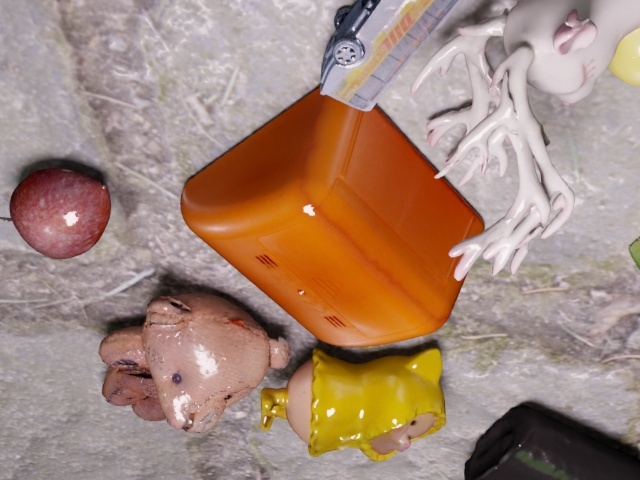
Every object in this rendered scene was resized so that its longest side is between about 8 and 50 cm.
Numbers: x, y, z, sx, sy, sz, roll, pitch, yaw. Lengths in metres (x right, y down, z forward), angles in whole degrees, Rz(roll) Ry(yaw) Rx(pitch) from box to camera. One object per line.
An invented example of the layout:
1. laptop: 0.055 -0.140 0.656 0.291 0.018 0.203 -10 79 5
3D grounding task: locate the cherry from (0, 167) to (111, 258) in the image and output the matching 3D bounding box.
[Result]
1. cherry: -0.328 -0.014 1.017 0.225 0.090 0.107 -24 125 28

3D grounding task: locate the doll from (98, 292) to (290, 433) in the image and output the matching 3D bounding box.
1. doll: -0.186 0.188 1.133 0.201 0.156 0.303 23 137 -25

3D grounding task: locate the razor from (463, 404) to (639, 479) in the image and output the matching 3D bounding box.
1. razor: 0.361 0.345 1.198 0.327 0.107 0.189 27 129 -13

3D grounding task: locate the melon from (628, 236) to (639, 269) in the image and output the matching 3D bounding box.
1. melon: 0.430 -0.013 0.903 0.118 0.064 0.209 32 127 -11

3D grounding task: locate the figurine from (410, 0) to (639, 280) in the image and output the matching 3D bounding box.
1. figurine: 0.236 -0.113 0.757 0.315 0.206 0.284 7 131 2

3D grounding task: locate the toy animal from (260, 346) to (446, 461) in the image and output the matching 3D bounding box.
1. toy animal: 0.039 0.202 1.113 0.229 0.156 0.156 -2 132 -8

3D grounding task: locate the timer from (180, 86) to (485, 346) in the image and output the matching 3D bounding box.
1. timer: 0.000 0.000 0.965 0.250 0.161 0.257 -20 126 44

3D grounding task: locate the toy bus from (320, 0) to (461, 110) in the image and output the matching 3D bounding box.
1. toy bus: 0.066 -0.202 0.800 0.075 0.064 0.190 26 130 -20
